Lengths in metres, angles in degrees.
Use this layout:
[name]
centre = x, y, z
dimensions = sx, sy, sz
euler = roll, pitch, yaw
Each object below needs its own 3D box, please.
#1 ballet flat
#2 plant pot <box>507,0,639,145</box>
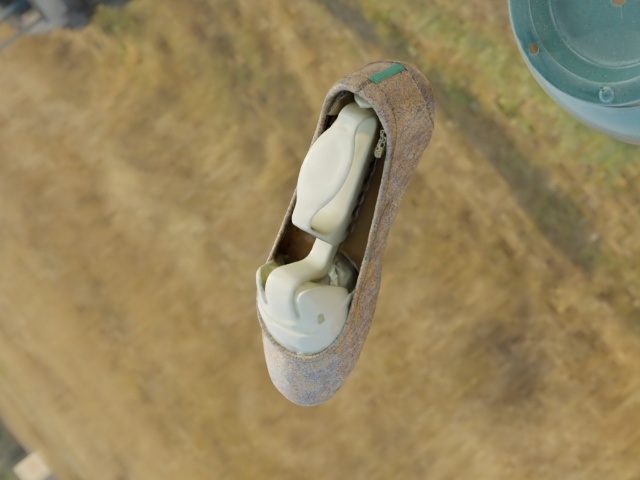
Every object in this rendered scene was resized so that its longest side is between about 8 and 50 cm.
[ballet flat]
centre = 0.000, 0.000, 1.345
dimensions = 0.107, 0.316, 0.106
euler = 24, -160, 24
[plant pot]
centre = 0.274, -0.208, 1.367
dimensions = 0.293, 0.293, 0.196
euler = 49, -149, 14
